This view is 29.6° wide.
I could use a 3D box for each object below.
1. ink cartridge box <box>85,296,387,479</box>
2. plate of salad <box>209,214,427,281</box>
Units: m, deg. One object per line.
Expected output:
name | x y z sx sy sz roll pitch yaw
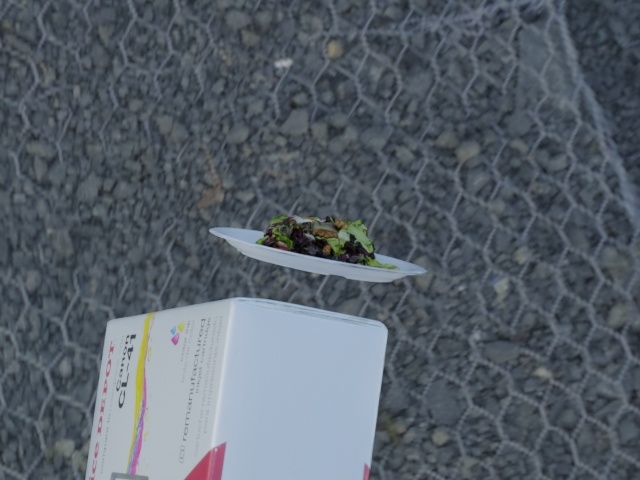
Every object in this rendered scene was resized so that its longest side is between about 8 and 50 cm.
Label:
ink cartridge box | -0.083 0.169 0.957 0.131 0.306 0.226 11 79 -26
plate of salad | 0.000 0.000 1.091 0.199 0.200 0.048 11 94 -10
